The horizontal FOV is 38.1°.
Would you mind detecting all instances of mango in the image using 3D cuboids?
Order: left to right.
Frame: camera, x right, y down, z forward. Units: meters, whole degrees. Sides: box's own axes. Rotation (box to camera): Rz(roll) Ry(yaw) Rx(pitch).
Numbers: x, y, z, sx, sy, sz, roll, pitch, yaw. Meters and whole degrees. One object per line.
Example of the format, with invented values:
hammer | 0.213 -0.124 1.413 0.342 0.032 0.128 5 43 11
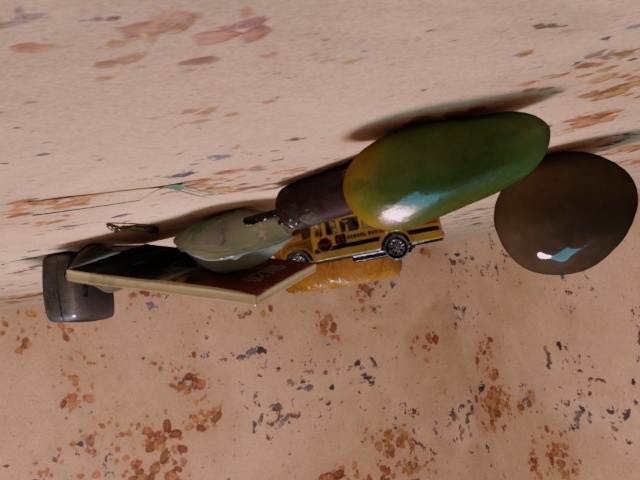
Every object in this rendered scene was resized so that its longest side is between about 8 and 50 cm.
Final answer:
mango | 0.148 -0.092 1.107 0.251 0.114 0.156 -23 164 5

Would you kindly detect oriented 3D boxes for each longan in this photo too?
longan | 0.427 -0.052 1.616 0.248 0.248 0.248 -10 176 -1

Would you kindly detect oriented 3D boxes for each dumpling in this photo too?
dumpling | -0.152 -0.003 1.561 0.216 0.105 0.149 -5 166 8

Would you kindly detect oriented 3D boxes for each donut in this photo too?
donut | 0.047 0.038 2.258 0.317 0.150 0.299 -10 179 1

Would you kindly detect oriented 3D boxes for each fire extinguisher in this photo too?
fire extinguisher | 0.000 -0.061 1.331 0.089 0.072 0.267 -19 -177 -43

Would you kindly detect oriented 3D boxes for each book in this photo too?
book | -0.227 0.056 1.671 0.373 0.028 0.262 5 -169 21

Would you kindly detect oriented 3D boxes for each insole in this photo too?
insole | -0.404 0.053 1.810 0.119 0.009 0.348 -53 168 2

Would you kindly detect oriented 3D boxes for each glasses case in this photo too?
glasses case | -0.486 0.100 1.876 0.074 0.131 0.323 -8 176 0

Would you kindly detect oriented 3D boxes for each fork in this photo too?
fork | -0.249 -0.055 1.187 0.235 0.021 0.039 -7 171 -24

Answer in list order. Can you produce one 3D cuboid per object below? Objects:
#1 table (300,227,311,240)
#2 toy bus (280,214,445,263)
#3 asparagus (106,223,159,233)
table | 0.000 0.000 2.062 0.070 0.082 0.083 -9 176 -14
toy bus | 0.082 -0.007 1.905 0.335 0.123 0.121 -11 177 5
asparagus | -0.306 -0.019 1.525 0.016 0.016 0.163 8 -177 18
